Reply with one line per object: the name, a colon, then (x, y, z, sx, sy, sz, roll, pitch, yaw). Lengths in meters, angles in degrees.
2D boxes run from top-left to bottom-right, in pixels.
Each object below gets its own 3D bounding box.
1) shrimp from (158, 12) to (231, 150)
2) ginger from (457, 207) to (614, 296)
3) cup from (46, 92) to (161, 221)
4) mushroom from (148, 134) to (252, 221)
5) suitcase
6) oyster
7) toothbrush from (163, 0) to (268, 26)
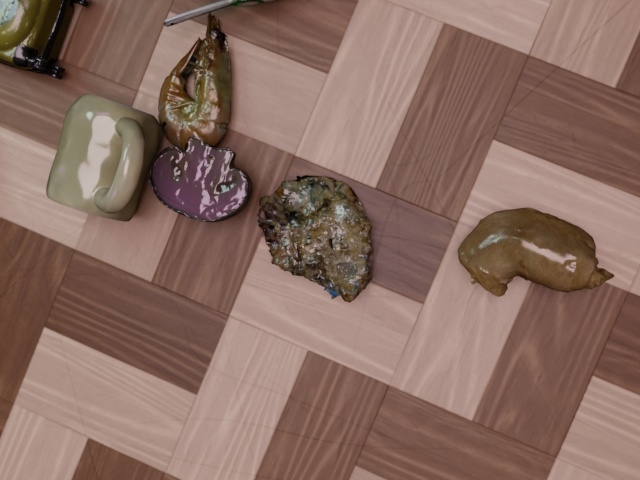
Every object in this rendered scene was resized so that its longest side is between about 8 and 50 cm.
shrimp: (-0.231, -0.299, 1.514, 0.145, 0.061, 0.267, 10, 93, 14)
ginger: (0.380, 0.020, 1.415, 0.267, 0.138, 0.152, 3, 105, 18)
cup: (-0.393, -0.150, 1.433, 0.173, 0.255, 0.202, 18, 93, -7)
mushroom: (-0.217, -0.104, 1.484, 0.188, 0.117, 0.141, 20, 81, 4)
suitcase: (-0.584, -0.430, 1.506, 0.235, 0.143, 0.193, 20, 93, 6)
oyster: (-0.001, -0.003, 1.479, 0.198, 0.092, 0.259, -23, 85, 2)
toothbrush: (-0.145, -0.445, 1.493, 0.304, 0.030, 0.030, -18, 89, -5)
